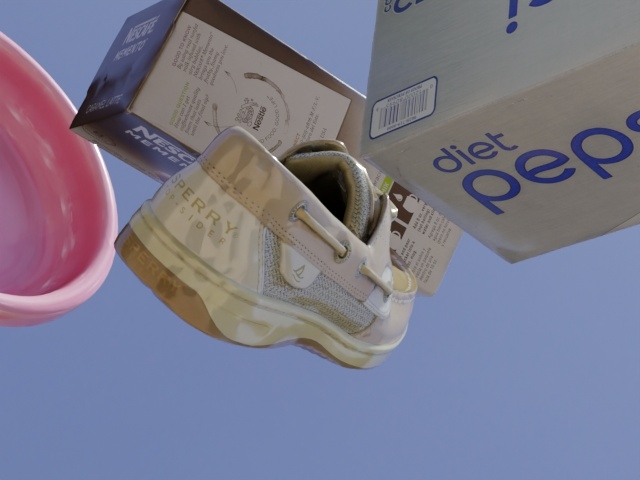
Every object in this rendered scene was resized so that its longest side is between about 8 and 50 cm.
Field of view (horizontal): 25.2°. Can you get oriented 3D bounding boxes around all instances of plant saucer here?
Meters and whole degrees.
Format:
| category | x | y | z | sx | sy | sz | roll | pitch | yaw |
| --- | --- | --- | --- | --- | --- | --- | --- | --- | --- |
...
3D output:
| category | x | y | z | sx | sy | sz | roll | pitch | yaw |
| --- | --- | --- | --- | --- | --- | --- | --- | --- | --- |
| plant saucer | -0.328 | -0.064 | 1.259 | 0.084 | 0.332 | 0.332 | -35 | -76 | 28 |

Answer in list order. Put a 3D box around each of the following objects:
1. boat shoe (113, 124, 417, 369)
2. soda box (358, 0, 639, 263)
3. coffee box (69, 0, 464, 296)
| category | x | y | z | sx | sy | sz | roll | pitch | yaw |
| --- | --- | --- | --- | --- | --- | --- | --- | --- | --- |
| boat shoe | 0.000 | 0.000 | 0.791 | 0.109 | 0.302 | 0.098 | 41 | -80 | 21 |
| soda box | 0.151 | -0.084 | 0.474 | 0.286 | 0.091 | 0.098 | -20 | -40 | 39 |
| coffee box | -0.030 | -0.060 | 0.986 | 0.246 | 0.098 | 0.141 | 31 | -15 | -22 |
